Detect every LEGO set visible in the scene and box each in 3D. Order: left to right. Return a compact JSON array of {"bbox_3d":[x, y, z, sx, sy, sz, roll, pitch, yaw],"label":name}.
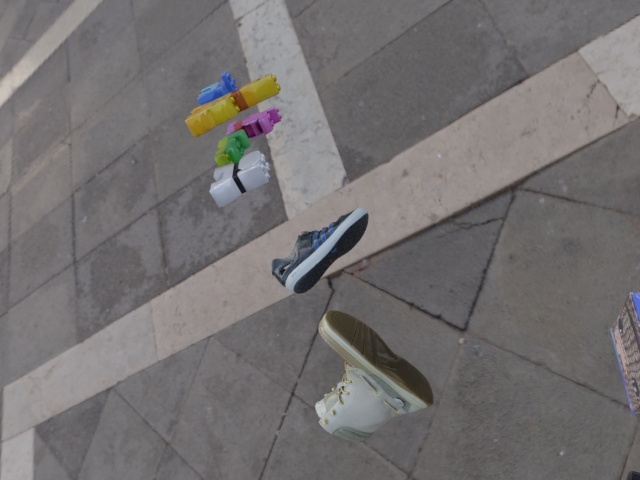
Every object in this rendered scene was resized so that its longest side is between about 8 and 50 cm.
[{"bbox_3d":[-0.078,-0.135,0.504,0.093,0.086,0.227,-23,30,7],"label":"LEGO set"}]

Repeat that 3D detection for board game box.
[{"bbox_3d":[0.823,0.274,1.119,0.141,0.291,0.231,-8,60,19],"label":"board game box"}]

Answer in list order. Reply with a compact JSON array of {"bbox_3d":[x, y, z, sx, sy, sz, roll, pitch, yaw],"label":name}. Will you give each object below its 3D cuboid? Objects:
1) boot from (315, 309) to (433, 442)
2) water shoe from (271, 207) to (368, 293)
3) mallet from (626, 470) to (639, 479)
[{"bbox_3d":[0.042,0.215,0.711,0.165,0.213,0.077,-42,15,26],"label":"boot"},{"bbox_3d":[0.000,0.000,0.804,0.080,0.072,0.203,34,64,27],"label":"water shoe"},{"bbox_3d":[0.360,0.187,0.460,0.063,0.039,0.189,21,69,33],"label":"mallet"}]
